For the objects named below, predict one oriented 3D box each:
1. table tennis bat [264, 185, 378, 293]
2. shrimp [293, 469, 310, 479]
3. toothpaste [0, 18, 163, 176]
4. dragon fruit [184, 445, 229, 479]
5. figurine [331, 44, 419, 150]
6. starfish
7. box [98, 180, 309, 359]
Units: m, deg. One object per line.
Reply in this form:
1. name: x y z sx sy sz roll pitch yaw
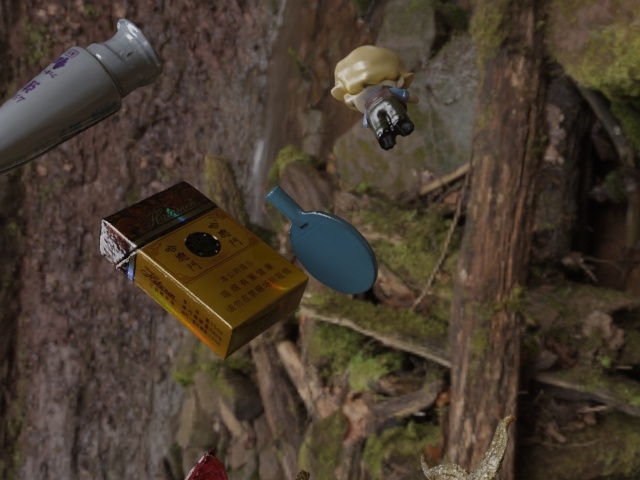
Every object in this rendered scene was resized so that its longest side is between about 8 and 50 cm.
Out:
1. table tennis bat: 0.000 0.000 1.770 0.215 0.329 0.044 -34 14 49
2. shrimp: -0.099 0.568 1.509 0.253 0.058 0.173 -55 -7 -12
3. toothpaste: -0.282 -0.099 0.707 0.073 0.299 0.114 54 159 -16
4. dragon fruit: -0.291 0.620 1.743 0.274 0.126 0.161 -58 11 -26
5. figurine: 0.094 -0.222 1.177 0.114 0.108 0.196 -43 46 21
6. starfish: 0.254 0.499 1.396 0.293 0.084 0.302 -40 35 49
7. box: -0.269 0.053 1.713 0.415 0.264 0.116 38 134 20
